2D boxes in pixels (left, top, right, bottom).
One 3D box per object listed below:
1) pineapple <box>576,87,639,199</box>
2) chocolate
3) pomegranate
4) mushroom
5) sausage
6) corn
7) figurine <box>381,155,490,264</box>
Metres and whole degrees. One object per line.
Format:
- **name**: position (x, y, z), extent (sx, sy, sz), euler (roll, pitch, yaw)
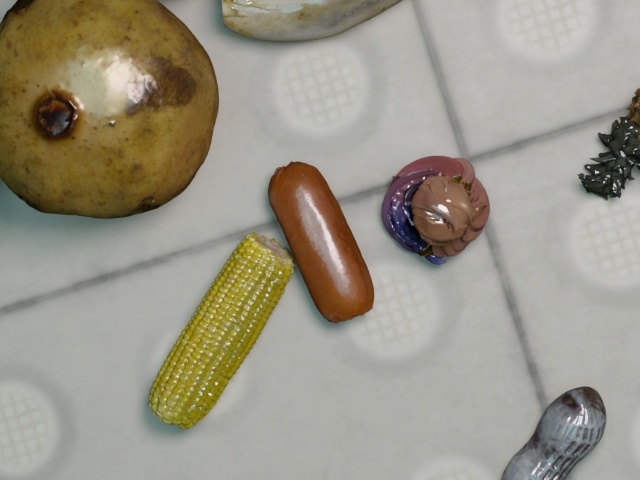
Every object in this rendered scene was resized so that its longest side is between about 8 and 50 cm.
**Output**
- **pineapple**: position (0.376, -0.118, 1.910), extent (0.108, 0.108, 0.197), euler (47, 107, 4)
- **chocolate**: position (0.269, 0.240, 1.933), extent (0.072, 0.072, 0.167), euler (35, 94, 4)
- **pomegranate**: position (-0.251, -0.162, 1.891), extent (0.281, 0.281, 0.281), euler (0, 91, 6)
- **mushroom**: position (0.050, -0.318, 1.934), extent (0.351, 0.095, 0.123), euler (-24, 107, 3)
- **sausage**: position (0.000, 0.000, 1.957), extent (0.076, 0.076, 0.197), euler (-24, 87, 6)
- **corn**: position (-0.116, 0.108, 1.968), extent (0.081, 0.081, 0.248), euler (32, 94, 5)
- **figurine**: position (0.142, -0.037, 1.912), extent (0.114, 0.157, 0.126), euler (9, 87, -15)
